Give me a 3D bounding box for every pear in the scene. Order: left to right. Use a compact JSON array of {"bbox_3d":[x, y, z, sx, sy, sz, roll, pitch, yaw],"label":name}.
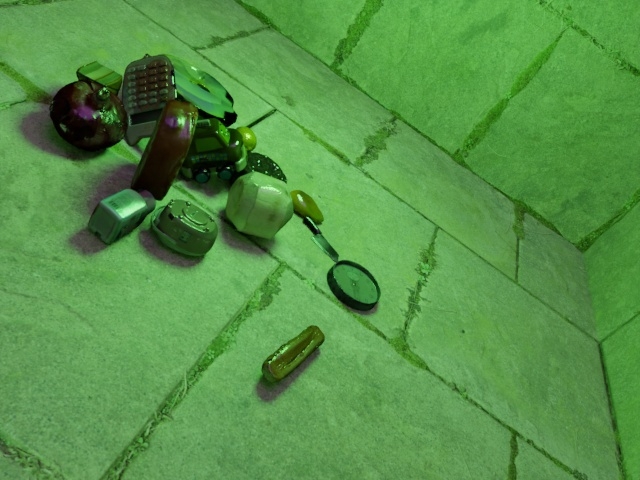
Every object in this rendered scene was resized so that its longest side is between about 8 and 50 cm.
[{"bbox_3d":[-0.525,-0.549,2.180,0.399,0.165,0.399,35,25,-19],"label":"pear"}]

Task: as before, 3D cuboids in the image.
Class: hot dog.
[{"bbox_3d":[-0.079,0.326,1.607,0.289,0.068,0.083,-27,90,-58],"label":"hot dog"}]

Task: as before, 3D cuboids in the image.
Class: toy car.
[{"bbox_3d":[-0.394,-0.341,1.966,0.247,0.198,0.204,-8,45,-5],"label":"toy car"}]

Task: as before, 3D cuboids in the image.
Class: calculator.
[{"bbox_3d":[-0.604,-0.506,1.961,0.048,0.220,0.330,16,69,-72],"label":"calculator"}]

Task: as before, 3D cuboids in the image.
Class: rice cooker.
[{"bbox_3d":[-0.416,-0.042,1.703,0.206,0.127,0.145,35,31,-17],"label":"rice cooker"}]

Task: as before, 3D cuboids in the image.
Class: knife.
[{"bbox_3d":[0.000,0.000,2.127,0.060,0.028,0.230,-24,68,-40],"label":"knife"}]

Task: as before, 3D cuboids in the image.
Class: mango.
[{"bbox_3d":[-0.060,-0.138,2.208,0.187,0.066,0.101,43,34,-2],"label":"mango"}]

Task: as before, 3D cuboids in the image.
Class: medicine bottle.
[{"bbox_3d":[-0.572,-0.083,1.617,0.094,0.119,0.188,42,33,1],"label":"medicine bottle"}]

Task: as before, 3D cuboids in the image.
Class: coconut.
[{"bbox_3d":[-0.202,-0.122,1.925,0.241,0.241,0.241,24,35,-18],"label":"coconut"}]

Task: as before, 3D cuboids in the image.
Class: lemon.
[{"bbox_3d":[-0.316,-0.410,2.267,0.109,0.109,0.133,-2,56,-43],"label":"lemon"}]

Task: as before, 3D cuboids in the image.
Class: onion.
[{"bbox_3d":[-0.744,-0.418,1.792,0.252,0.219,0.252,23,45,-25],"label":"onion"}]

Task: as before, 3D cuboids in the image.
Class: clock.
[{"bbox_3d":[0.125,0.161,2.017,0.215,0.042,0.215,24,35,-18],"label":"clock"}]

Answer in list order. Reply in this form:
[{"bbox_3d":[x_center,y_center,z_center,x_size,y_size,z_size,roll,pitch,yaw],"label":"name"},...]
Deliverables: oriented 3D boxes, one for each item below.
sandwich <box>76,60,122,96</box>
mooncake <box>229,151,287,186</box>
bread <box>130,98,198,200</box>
[{"bbox_3d":[-0.787,-0.528,1.929,0.117,0.144,0.187,26,25,-12],"label":"sandwich"},{"bbox_3d":[-0.233,-0.241,2.120,0.228,0.124,0.228,25,33,-18],"label":"mooncake"},{"bbox_3d":[-0.493,-0.284,1.750,0.114,0.328,0.295,23,38,-22],"label":"bread"}]
